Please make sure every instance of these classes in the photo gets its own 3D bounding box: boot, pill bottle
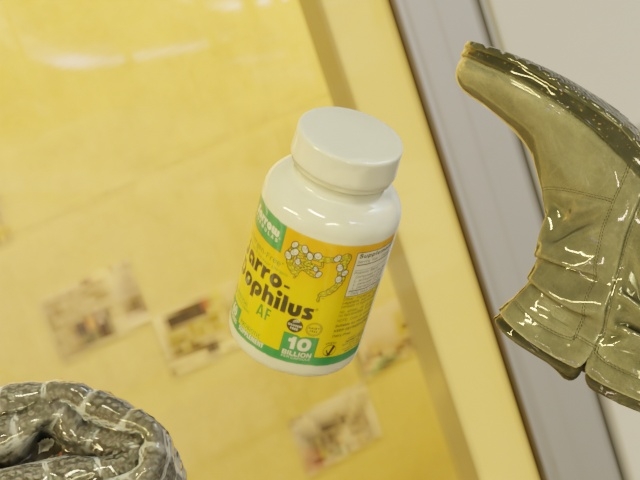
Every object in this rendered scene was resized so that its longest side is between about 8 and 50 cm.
[{"bbox_3d":[0.151,-0.007,0.952,0.246,0.161,0.083,37,13,23],"label":"boot"},{"bbox_3d":[0.000,0.000,1.258,0.117,0.208,0.118,12,33,-8],"label":"pill bottle"}]

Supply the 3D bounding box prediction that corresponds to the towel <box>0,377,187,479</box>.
[{"bbox_3d":[-0.181,0.159,0.596,0.283,0.121,0.235,-11,-27,-5],"label":"towel"}]
